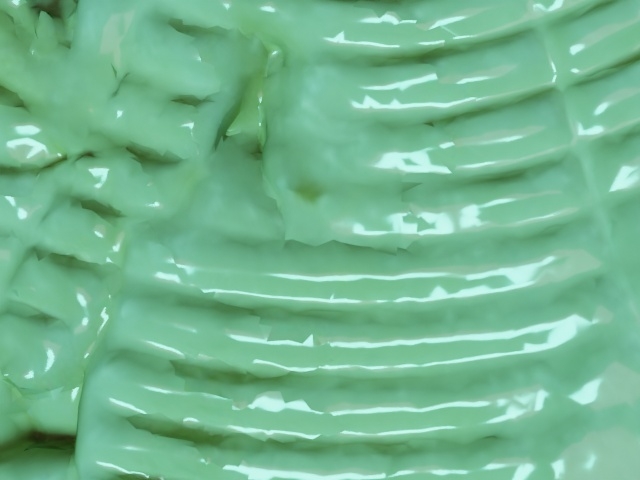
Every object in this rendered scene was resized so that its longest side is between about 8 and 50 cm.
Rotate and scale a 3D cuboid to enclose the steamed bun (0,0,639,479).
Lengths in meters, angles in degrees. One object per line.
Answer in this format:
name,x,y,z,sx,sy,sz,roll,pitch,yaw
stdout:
steamed bun,0.002,0.002,0.501,0.289,0.203,0.276,-45,77,3
